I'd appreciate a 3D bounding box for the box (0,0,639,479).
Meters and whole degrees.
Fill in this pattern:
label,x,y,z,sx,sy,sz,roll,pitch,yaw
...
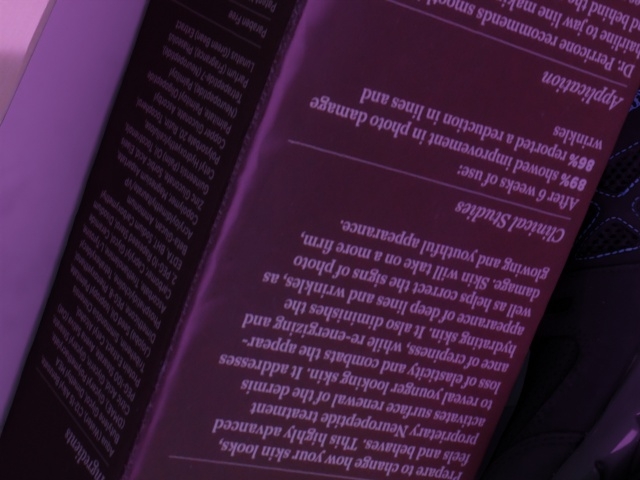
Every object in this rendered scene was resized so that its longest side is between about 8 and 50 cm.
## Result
label,x,y,z,sx,sy,sz,roll,pitch,yaw
box,0.000,0.000,0.666,0.191,0.143,0.381,14,102,-34

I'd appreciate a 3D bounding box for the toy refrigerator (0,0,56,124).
label,x,y,z,sx,sy,sz,roll,pitch,yaw
toy refrigerator,-0.123,-0.189,0.540,0.102,0.094,0.269,21,99,-28

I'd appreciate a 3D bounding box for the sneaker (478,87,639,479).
label,x,y,z,sx,sy,sz,roll,pitch,yaw
sneaker,0.161,0.011,0.741,0.341,0.140,0.125,-56,155,-12

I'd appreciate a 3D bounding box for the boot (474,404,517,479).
label,x,y,z,sx,sy,sz,roll,pitch,yaw
boot,0.149,0.159,0.841,0.258,0.095,0.123,-13,118,-32
